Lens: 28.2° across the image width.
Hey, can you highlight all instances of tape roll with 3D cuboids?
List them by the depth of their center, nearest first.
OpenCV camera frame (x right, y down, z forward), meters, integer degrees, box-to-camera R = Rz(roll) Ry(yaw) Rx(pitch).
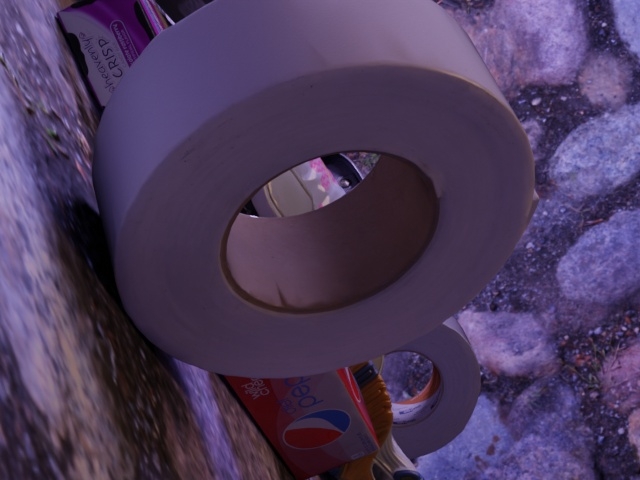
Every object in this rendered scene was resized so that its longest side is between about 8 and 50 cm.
[{"bbox_3d":[-0.004,-0.034,0.851,0.286,0.286,0.100,63,4,-48],"label":"tape roll"},{"bbox_3d":[0.105,0.187,1.736,0.072,0.219,0.219,-104,170,-69],"label":"tape roll"}]

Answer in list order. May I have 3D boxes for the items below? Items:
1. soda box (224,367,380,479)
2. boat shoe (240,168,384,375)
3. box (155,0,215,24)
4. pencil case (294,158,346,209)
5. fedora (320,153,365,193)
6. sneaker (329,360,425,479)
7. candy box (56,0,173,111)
[{"bbox_3d":[-0.026,0.117,1.148,0.263,0.092,0.083,63,6,-53],"label":"soda box"},{"bbox_3d":[-0.033,0.044,1.455,0.340,0.113,0.127,55,31,-41],"label":"boat shoe"},{"bbox_3d":[-0.176,-0.315,1.284,0.242,0.076,0.307,48,4,-8],"label":"box"},{"bbox_3d":[-0.072,-0.103,1.484,0.273,0.113,0.124,53,19,-37],"label":"pencil case"},{"bbox_3d":[0.000,0.000,1.880,0.243,0.124,0.275,105,-33,-51],"label":"fedora"},{"bbox_3d":[0.028,0.224,1.471,0.131,0.112,0.296,33,-31,62],"label":"sneaker"},{"bbox_3d":[-0.144,-0.126,1.131,0.159,0.071,0.233,64,3,3],"label":"candy box"}]
